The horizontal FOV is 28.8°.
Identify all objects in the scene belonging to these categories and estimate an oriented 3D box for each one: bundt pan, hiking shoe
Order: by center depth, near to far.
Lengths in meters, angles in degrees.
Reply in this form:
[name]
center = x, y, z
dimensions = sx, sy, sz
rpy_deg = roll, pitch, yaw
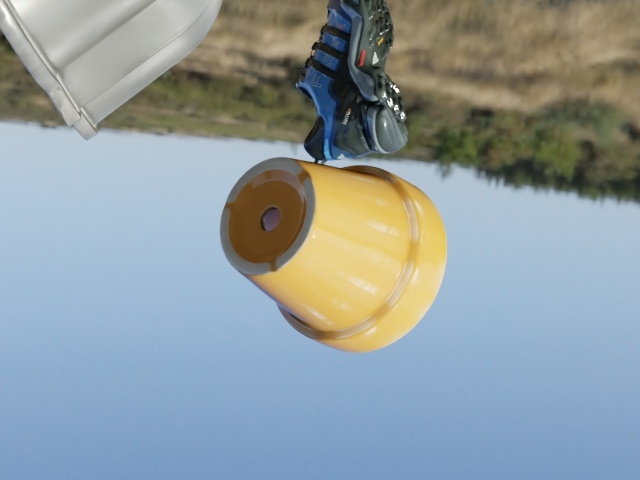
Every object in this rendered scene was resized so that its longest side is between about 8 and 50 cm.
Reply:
[bundt pan]
center = -0.154, -0.226, 0.673
dimensions = 0.124, 0.330, 0.331
rpy_deg = -28, -170, -2
[hiking shoe]
center = 0.023, -0.240, 1.602
dimensions = 0.132, 0.304, 0.113
rpy_deg = -15, 150, 19

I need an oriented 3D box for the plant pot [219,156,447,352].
[plant pot]
center = 0.000, 0.000, 1.330
dimensions = 0.205, 0.205, 0.188
rpy_deg = 14, 172, 40
